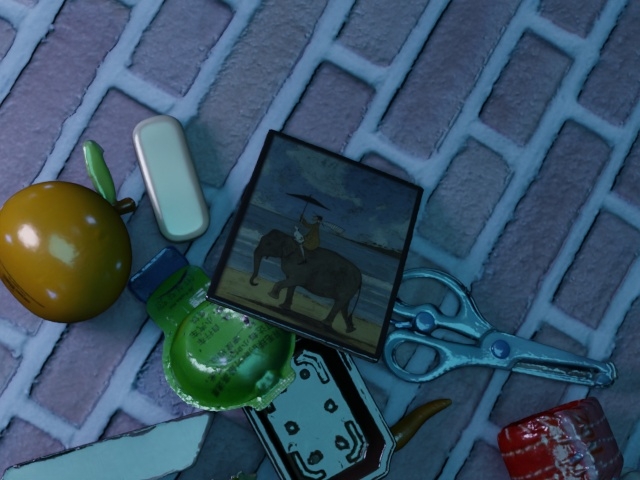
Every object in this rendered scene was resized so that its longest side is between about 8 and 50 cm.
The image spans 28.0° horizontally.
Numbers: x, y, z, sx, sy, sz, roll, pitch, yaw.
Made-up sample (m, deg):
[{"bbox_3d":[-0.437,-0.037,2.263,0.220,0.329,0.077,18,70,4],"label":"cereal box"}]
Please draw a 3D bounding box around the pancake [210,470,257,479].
[{"bbox_3d":[-0.168,0.524,1.787,0.427,0.067,0.304,-39,118,-11],"label":"pancake"}]

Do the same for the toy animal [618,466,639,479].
[{"bbox_3d":[0.525,0.397,1.860,0.140,0.282,0.138,48,64,-1],"label":"toy animal"}]

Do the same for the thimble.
[{"bbox_3d":[0.353,0.311,1.887,0.163,0.189,0.125,-22,82,14],"label":"thimble"}]

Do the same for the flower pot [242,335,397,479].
[{"bbox_3d":[-0.012,0.260,1.897,0.179,0.084,0.250,-27,87,-11],"label":"flower pot"}]

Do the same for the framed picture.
[{"bbox_3d":[0.000,0.000,1.889,0.265,0.016,0.347,21,50,-3],"label":"framed picture"}]

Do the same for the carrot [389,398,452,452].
[{"bbox_3d":[0.140,0.278,1.940,0.142,0.035,0.035,-36,88,-15],"label":"carrot"}]

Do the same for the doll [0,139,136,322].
[{"bbox_3d":[-0.347,-0.004,1.840,0.213,0.213,0.236,46,65,1],"label":"doll"}]

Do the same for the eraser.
[{"bbox_3d":[-0.312,0.323,1.833,0.353,0.111,0.077,-15,84,-9],"label":"eraser"}]

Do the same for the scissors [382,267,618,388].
[{"bbox_3d":[0.269,0.160,1.973,0.393,0.032,0.180,15,80,-4],"label":"scissors"}]

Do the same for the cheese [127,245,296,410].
[{"bbox_3d":[-0.158,0.124,1.851,0.204,0.083,0.320,-43,56,-9],"label":"cheese"}]

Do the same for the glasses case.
[{"bbox_3d":[-0.225,-0.092,1.936,0.083,0.050,0.196,-16,84,-7],"label":"glasses case"}]
